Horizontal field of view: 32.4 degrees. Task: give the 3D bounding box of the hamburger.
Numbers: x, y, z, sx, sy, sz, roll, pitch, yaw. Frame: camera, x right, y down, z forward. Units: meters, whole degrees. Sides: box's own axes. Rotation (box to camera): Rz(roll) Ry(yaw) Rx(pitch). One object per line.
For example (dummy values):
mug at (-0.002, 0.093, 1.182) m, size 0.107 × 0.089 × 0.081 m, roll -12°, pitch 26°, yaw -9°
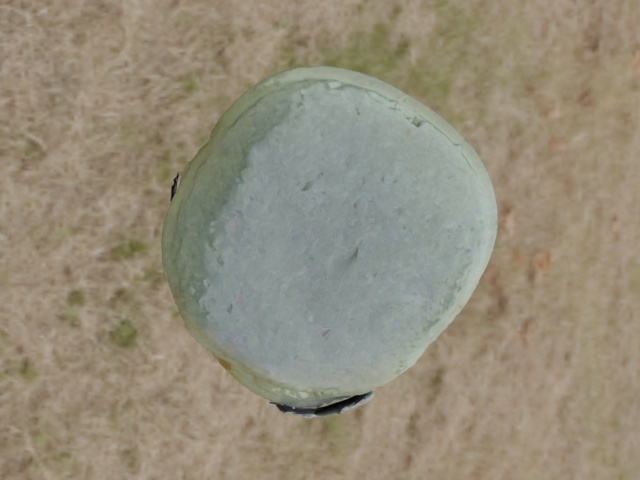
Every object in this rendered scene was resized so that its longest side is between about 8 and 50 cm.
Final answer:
hamburger at (0.000, 0.000, 0.466) m, size 0.140 × 0.133 × 0.062 m, roll -56°, pitch -175°, yaw -5°
